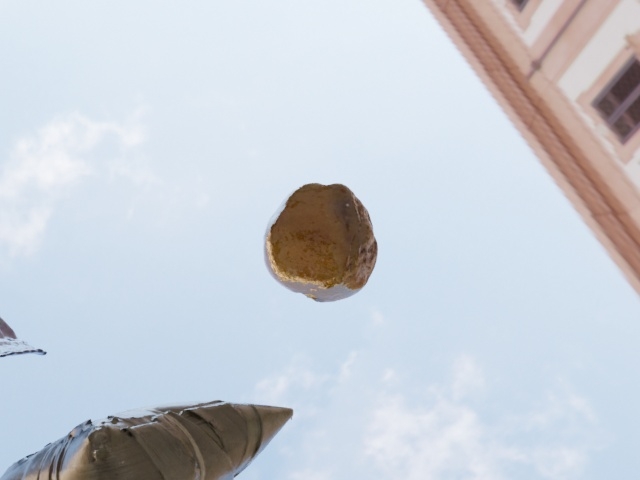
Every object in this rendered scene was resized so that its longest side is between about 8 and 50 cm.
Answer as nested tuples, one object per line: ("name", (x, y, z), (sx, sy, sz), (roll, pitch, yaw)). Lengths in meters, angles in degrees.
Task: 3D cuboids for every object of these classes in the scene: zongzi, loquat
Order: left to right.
("zongzi", (-0.131, 0.160, 0.655), (0.178, 0.189, 0.081), (-10, -105, -54))
("loquat", (0.000, 0.000, 1.093), (0.137, 0.113, 0.137), (-3, -105, 12))

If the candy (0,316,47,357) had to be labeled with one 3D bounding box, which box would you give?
("candy", (-0.412, 0.037, 0.880), (0.331, 0.187, 0.077), (21, -91, 7))
